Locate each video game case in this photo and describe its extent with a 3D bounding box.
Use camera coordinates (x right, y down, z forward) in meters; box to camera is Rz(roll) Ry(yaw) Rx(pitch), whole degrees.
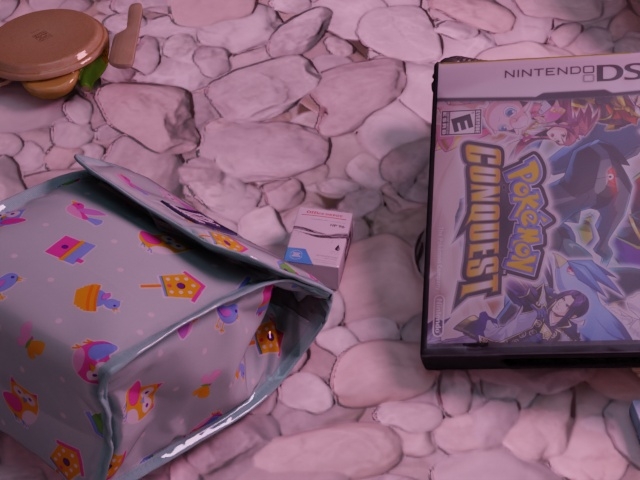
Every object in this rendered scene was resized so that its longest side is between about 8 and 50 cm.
[{"bbox_3d":[0.210,-0.029,1.280,0.248,0.035,0.275,-2,63,13],"label":"video game case"}]

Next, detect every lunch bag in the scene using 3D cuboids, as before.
[{"bbox_3d":[-0.146,0.046,1.215,0.223,0.160,0.262,29,41,30],"label":"lunch bag"}]

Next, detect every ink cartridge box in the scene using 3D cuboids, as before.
[{"bbox_3d":[0.000,0.000,1.344,0.048,0.028,0.083,7,45,8],"label":"ink cartridge box"}]

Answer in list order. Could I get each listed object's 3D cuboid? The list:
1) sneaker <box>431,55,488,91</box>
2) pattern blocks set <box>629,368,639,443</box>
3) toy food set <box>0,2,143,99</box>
[{"bbox_3d":[0.213,-0.116,1.404,0.234,0.078,0.106,24,46,25],"label":"sneaker"},{"bbox_3d":[0.298,0.033,1.308,0.285,0.026,0.325,-14,47,-12],"label":"pattern blocks set"},{"bbox_3d":[-0.265,-0.178,1.526,0.192,0.039,0.132,-3,38,6],"label":"toy food set"}]
